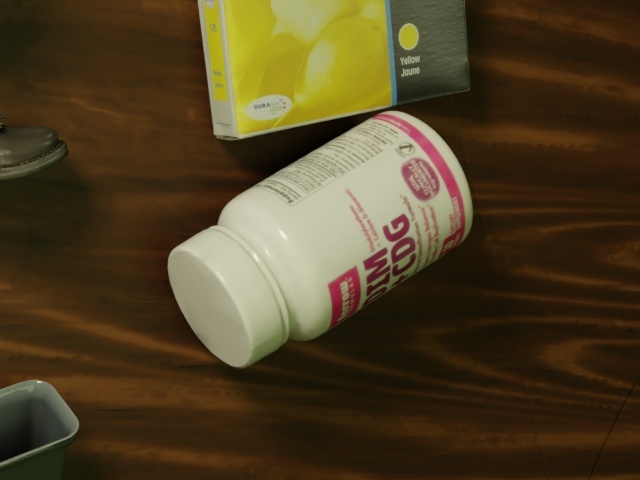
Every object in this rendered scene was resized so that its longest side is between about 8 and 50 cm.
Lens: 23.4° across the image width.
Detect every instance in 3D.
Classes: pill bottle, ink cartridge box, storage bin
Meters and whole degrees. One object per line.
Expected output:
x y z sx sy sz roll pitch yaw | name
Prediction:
0.000 0.000 1.532 0.283 0.160 0.160 -32 114 -26 | pill bottle
0.013 -0.278 1.554 0.303 0.072 0.307 -15 107 -32 | ink cartridge box
-0.298 0.197 1.409 0.135 0.098 0.091 -18 135 -32 | storage bin

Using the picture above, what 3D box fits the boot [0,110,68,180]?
-0.339 -0.161 1.320 0.263 0.091 0.229 -6 93 -41 | boot
